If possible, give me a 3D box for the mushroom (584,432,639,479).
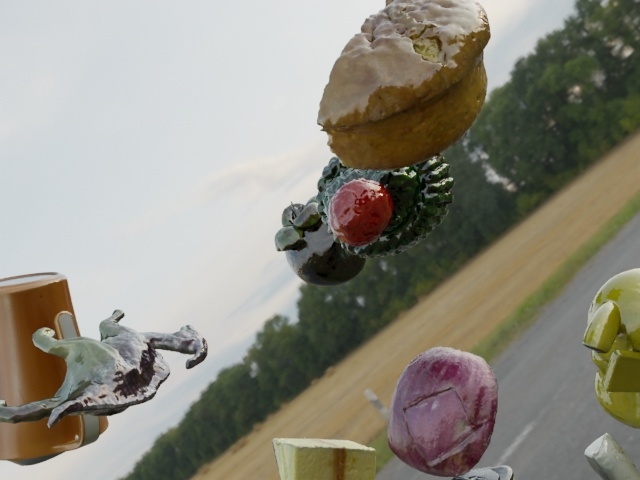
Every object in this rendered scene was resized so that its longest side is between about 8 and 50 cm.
[{"bbox_3d":[0.649,0.506,1.780,0.081,0.223,0.092,-33,-22,-21],"label":"mushroom"}]

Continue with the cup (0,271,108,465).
[{"bbox_3d":[-0.399,0.185,1.226,0.226,0.264,0.182,-1,9,42],"label":"cup"}]

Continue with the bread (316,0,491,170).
[{"bbox_3d":[0.150,-0.236,1.252,0.340,0.179,0.194,-55,-33,-34],"label":"bread"}]

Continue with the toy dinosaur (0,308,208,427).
[{"bbox_3d":[-0.253,0.147,1.008,0.294,0.162,0.077,-44,-41,-55],"label":"toy dinosaur"}]

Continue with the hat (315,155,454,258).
[{"bbox_3d":[0.093,-0.080,1.644,0.274,0.242,0.332,-42,-9,25],"label":"hat"}]

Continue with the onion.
[{"bbox_3d":[0.216,0.324,1.643,0.247,0.111,0.250,9,79,57],"label":"onion"}]

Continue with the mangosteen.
[{"bbox_3d":[0.000,0.000,2.182,0.243,0.243,0.243,-38,-7,-5],"label":"mangosteen"}]

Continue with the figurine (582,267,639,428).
[{"bbox_3d":[0.482,0.162,1.288,0.218,0.327,0.169,-32,33,-9],"label":"figurine"}]

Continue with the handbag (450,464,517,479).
[{"bbox_3d":[0.361,0.600,1.815,0.181,0.181,0.254,-19,12,27],"label":"handbag"}]

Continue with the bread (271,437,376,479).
[{"bbox_3d":[0.003,0.573,2.062,0.240,0.178,0.135,8,-8,-26],"label":"bread"}]
